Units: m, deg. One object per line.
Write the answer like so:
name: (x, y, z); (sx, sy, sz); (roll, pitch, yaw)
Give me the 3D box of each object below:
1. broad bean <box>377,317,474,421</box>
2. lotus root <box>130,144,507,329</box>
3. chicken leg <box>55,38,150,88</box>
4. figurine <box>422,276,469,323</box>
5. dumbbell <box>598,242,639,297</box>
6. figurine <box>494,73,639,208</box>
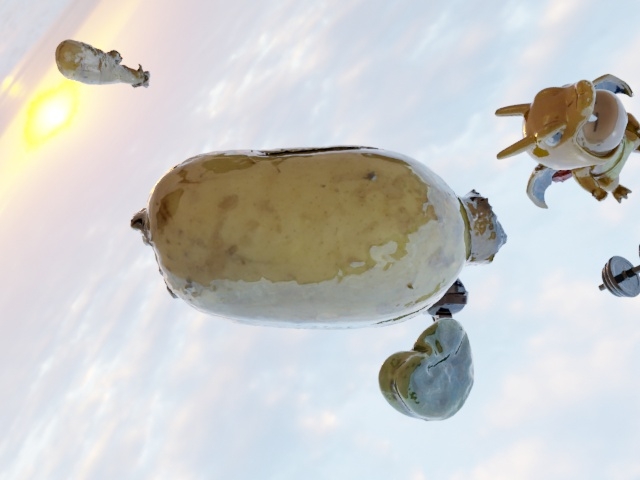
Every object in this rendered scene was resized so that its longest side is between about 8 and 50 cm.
broad bean: (0.191, 0.214, 1.136); (0.206, 0.153, 0.072); (-18, -173, -35)
lotus root: (0.000, 0.000, 0.536); (0.160, 0.284, 0.146); (-104, -169, -82)
chicken leg: (-0.457, -0.364, 1.455); (0.101, 0.207, 0.085); (27, -75, 47)
figurine: (0.340, 0.148, 2.020); (0.143, 0.309, 0.308); (-26, -152, 3)
dumbbell: (0.670, 0.060, 1.455); (0.208, 0.099, 0.099); (-42, -155, 49)
figurine: (0.667, -0.243, 1.812); (0.401, 0.387, 0.268); (-54, -144, 23)
